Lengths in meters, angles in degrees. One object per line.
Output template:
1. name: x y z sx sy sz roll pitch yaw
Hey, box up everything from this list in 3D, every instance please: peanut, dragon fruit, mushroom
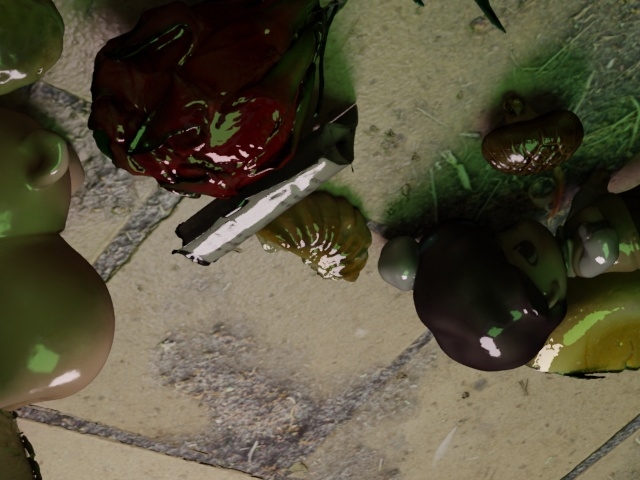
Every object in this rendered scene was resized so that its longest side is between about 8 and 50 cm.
1. peanut: -0.364 -0.203 1.467 0.224 0.129 0.129 3 135 -28
2. dragon fruit: -0.102 -0.166 1.533 0.293 0.234 0.234 -40 135 22
3. mushroom: 0.257 -0.120 1.819 0.126 0.085 0.109 -17 140 7

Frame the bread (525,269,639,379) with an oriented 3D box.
1. bread: 0.390 0.083 2.052 0.260 0.158 0.156 -1 126 -18

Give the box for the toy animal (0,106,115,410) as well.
1. toy animal: -0.337 0.013 1.592 0.269 0.326 0.237 -47 180 -6

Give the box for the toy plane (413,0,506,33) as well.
1. toy plane: 0.064 -0.308 1.502 0.106 0.155 0.381 -40 151 22

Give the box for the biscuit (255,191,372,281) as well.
1. biscuit: 0.000 0.000 1.879 0.118 0.061 0.183 -40 134 21

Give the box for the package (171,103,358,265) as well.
1. package: -0.050 -0.059 1.681 0.204 0.251 0.062 -33 97 20

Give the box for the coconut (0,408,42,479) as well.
1. coconut: -0.522 0.341 1.853 0.360 0.346 0.346 -16 140 -14

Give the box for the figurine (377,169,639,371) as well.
1. figurine: 0.280 0.018 1.893 0.365 0.218 0.206 -36 135 10
